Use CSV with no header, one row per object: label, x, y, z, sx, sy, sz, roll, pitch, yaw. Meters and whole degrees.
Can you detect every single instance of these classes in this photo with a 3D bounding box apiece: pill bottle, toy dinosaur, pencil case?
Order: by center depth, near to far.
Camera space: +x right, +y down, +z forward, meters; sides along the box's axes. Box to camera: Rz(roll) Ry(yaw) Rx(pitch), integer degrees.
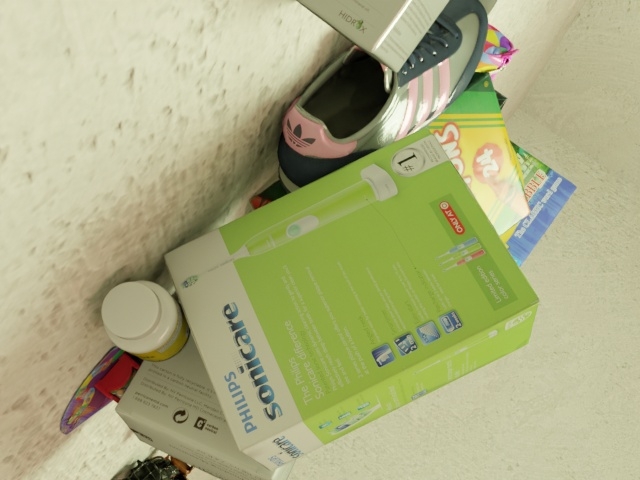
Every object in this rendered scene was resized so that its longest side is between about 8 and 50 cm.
pill bottle,-0.157,0.072,0.670,0.065,0.065,0.116,-51,170,-12
toy dinosaur,-0.283,0.424,1.263,0.218,0.164,0.321,152,-41,-78
pencil case,0.234,-0.255,1.263,0.104,0.104,0.236,-44,168,-43

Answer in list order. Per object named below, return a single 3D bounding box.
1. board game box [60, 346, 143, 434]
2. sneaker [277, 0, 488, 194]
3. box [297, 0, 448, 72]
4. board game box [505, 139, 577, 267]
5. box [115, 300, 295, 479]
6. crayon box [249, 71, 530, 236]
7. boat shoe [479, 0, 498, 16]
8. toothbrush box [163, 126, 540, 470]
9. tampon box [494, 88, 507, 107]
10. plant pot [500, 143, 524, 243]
board game box,-0.209,0.154,0.821,0.133,0.033,0.169,-57,170,27
sneaker,0.079,-0.174,0.767,0.319,0.112,0.131,-50,165,-20
box,0.033,-0.187,0.523,0.087,0.102,0.101,-53,170,13
board game box,0.264,-0.077,1.392,0.318,0.318,0.066,-49,170,-25
box,-0.092,0.158,0.817,0.119,0.181,0.181,88,25,-60
crayon box,0.095,-0.041,0.890,0.319,0.202,0.081,-35,-152,-19
boat shoe,0.154,-0.268,0.919,0.219,0.078,0.070,-50,174,38
toothbrush box,0.027,0.055,0.706,0.283,0.206,0.122,-26,153,-3
tampon box,0.310,-0.262,1.590,0.120,0.101,0.161,-52,171,-4
plant pot,0.126,-0.060,1.083,0.239,0.254,0.254,-21,150,-43
